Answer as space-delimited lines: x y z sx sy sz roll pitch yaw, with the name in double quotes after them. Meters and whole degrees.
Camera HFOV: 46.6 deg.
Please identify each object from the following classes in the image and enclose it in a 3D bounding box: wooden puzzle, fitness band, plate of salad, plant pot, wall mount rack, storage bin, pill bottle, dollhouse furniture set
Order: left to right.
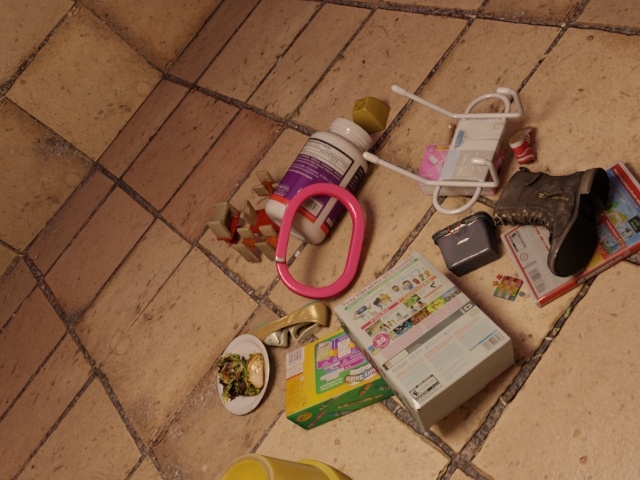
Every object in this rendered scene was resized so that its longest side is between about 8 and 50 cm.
-0.201 0.331 1.844 0.199 0.048 0.200 -16 67 42 "plate of salad"
-0.184 -0.057 2.158 0.259 0.135 0.262 -5 55 29 "dollhouse furniture set"
-0.076 0.530 1.428 0.254 0.239 0.254 -25 44 28 "plant pot"
0.000 0.000 1.831 0.054 0.208 0.291 112 170 -77 "fitness band"
0.004 -0.162 1.983 0.181 0.181 0.323 19 73 51 "pill bottle"
0.135 -0.359 2.101 0.081 0.083 0.082 -10 53 40 "plant pot"
0.282 -0.235 1.679 0.304 0.130 0.350 6 60 35 "wall mount rack"
0.318 0.010 1.604 0.135 0.098 0.091 -29 52 25 "storage bin"
0.385 0.097 1.525 0.083 0.006 0.049 15 70 50 "wooden puzzle"

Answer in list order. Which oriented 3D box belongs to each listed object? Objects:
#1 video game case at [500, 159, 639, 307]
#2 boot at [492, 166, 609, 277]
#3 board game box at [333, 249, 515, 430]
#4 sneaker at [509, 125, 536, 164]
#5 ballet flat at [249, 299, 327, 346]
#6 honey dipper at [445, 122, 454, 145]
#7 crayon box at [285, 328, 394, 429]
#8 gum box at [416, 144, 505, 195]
0.516 -0.015 1.475 0.285 0.025 0.204 -35 39 19 "video game case"
0.443 -0.042 1.496 0.229 0.091 0.263 0 55 52 "boot"
0.200 0.188 1.480 0.224 0.098 0.303 -34 47 -8 "board game box"
0.465 -0.215 1.691 0.042 0.067 0.118 -19 17 37 "sneaker"
-0.081 0.222 1.832 0.232 0.080 0.073 -29 55 26 "ballet flat"
0.316 -0.231 1.852 0.030 0.030 0.161 -13 52 38 "honey dipper"
0.052 0.287 1.634 0.278 0.081 0.165 -28 43 26 "crayon box"
0.330 -0.165 1.732 0.188 0.062 0.107 2 59 31 "gum box"
